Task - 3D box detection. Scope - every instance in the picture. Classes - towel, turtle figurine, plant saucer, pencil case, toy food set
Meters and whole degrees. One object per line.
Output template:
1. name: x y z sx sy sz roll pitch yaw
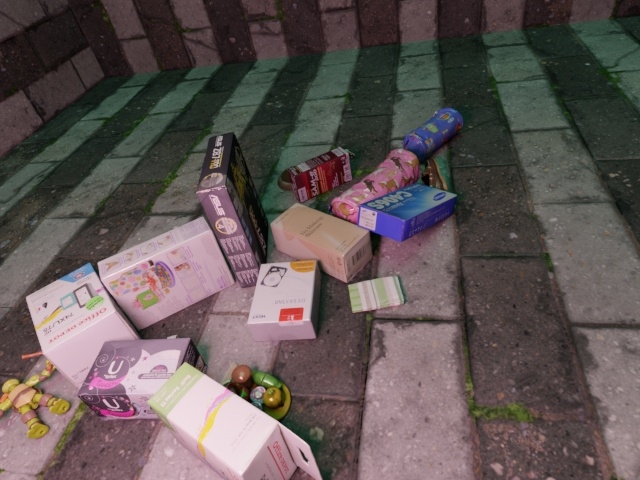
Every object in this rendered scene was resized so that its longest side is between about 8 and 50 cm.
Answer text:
1. towel: 0.162 0.159 1.273 0.152 0.023 0.113 -12 38 5
2. turtle figurine: -0.794 0.434 1.151 0.217 0.087 0.269 23 43 25
3. plant saucer: -0.101 -0.268 1.816 0.168 0.029 0.168 -7 42 6
4. pencil case: 0.466 -0.447 1.801 0.133 0.119 0.306 44 61 12
5. pencil case: 0.201 -0.176 1.534 0.167 0.160 0.386 23 53 38
6. toy food set: -0.180 0.371 1.077 0.218 0.071 0.128 14 47 28

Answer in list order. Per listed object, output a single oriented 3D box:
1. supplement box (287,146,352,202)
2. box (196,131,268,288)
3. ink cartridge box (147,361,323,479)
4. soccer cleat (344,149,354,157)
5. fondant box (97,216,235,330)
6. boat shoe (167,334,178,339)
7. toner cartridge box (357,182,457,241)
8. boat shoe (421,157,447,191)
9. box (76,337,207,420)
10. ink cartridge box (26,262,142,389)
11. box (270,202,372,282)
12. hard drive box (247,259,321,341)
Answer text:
1. supplement box: 0.000 -0.259 1.701 0.239 0.130 0.073 -26 43 -14
2. box: -0.264 -0.095 1.380 0.097 0.395 0.318 -10 40 6
3. ink cartridge box: -0.177 0.427 0.909 0.353 0.207 0.119 18 48 31
4. soccer cleat: 0.117 -0.383 1.890 0.083 0.029 0.035 18 53 36
5. fondant box: -0.459 0.101 1.326 0.330 0.238 0.096 -27 43 -16
6. boat shoe: -0.416 0.308 1.238 0.035 0.035 0.100 -21 33 -11
7. toner cartridge box: 0.288 -0.101 1.403 0.165 0.075 0.348 24 32 34
8. boat shoe: 0.413 -0.238 1.616 0.073 0.073 0.207 -7 41 3
9. box: -0.447 0.357 1.108 0.247 0.142 0.163 -5 41 10
10. ink cartridge box: -0.675 0.243 1.251 0.198 0.197 0.270 -34 45 -22
11. box: 0.000 0.000 1.413 0.311 0.121 0.148 22 50 33
12. hard drive box: -0.097 0.173 1.268 0.181 0.089 0.232 -6 42 9
